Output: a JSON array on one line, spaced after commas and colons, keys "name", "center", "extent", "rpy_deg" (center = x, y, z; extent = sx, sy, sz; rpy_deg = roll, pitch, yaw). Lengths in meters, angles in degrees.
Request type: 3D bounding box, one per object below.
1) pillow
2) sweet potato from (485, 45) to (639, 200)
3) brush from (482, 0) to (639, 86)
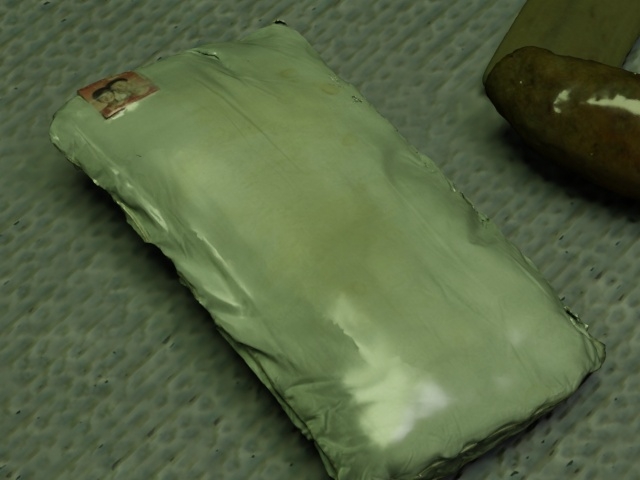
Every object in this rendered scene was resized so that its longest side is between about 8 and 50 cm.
[{"name": "pillow", "center": [0.000, 0.000, 0.731], "extent": [0.128, 0.051, 0.229], "rpy_deg": [-29, 62, -27]}, {"name": "sweet potato", "center": [0.204, -0.038, 0.751], "extent": [0.273, 0.075, 0.075], "rpy_deg": [5, 56, 6]}, {"name": "brush", "center": [0.161, -0.169, 0.854], "extent": [0.054, 0.048, 0.282], "rpy_deg": [25, 61, 14]}]
